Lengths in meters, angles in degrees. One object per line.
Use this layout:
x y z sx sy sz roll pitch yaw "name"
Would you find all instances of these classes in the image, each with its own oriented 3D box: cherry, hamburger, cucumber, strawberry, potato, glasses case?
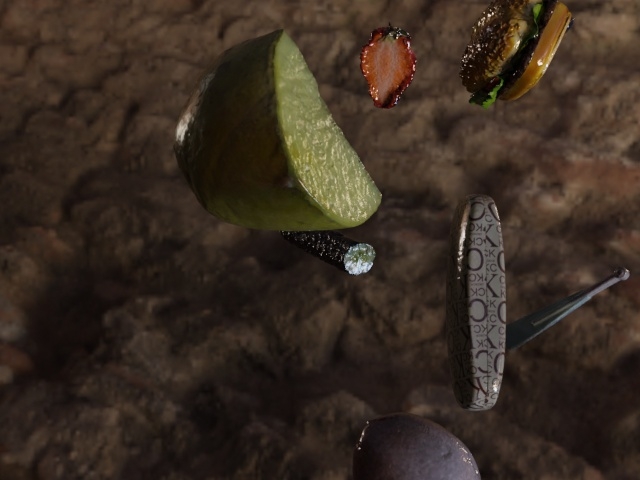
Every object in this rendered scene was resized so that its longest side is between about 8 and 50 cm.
0.164 0.415 1.824 0.213 0.266 0.183 -33 179 3 "cherry"
0.217 -0.225 1.232 0.087 0.137 0.166 26 168 -4 "hamburger"
0.002 0.000 2.113 0.072 0.072 0.300 -10 -160 -31 "cucumber"
0.119 -0.310 1.883 0.103 0.152 0.048 11 -162 6 "strawberry"
-0.117 -0.118 1.659 0.280 0.330 0.213 -19 -161 31 "potato"
0.254 0.101 1.745 0.085 0.355 0.137 2 171 -6 "glasses case"

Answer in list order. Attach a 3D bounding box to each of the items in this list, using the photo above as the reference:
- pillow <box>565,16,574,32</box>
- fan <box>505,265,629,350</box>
0.407 -0.407 2.135 0.208 0.055 0.141 -22 -162 14 "pillow"
0.442 0.117 1.937 0.023 0.282 0.057 27 -140 -34 "fan"
